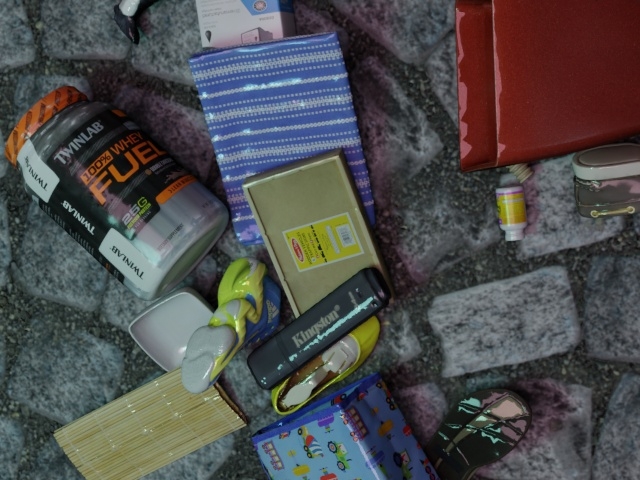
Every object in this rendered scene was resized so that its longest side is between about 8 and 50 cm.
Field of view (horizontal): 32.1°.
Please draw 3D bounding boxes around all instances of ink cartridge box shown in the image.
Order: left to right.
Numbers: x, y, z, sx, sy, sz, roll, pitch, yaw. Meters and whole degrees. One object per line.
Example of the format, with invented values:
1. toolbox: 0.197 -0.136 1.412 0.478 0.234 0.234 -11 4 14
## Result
1. ink cartridge box: -0.111 -0.302 1.778 0.140 0.082 0.190 -7 95 14

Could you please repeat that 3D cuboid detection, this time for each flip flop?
1. flip flop: 0.236 0.331 1.783 0.112 0.080 0.277 44 122 17

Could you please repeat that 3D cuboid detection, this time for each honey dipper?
1. honey dipper: 0.269 -0.157 1.731 0.030 0.030 0.160 -43 83 15

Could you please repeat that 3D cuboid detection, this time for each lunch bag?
1. lunch bag: 0.015 0.379 1.806 0.293 0.138 0.221 -30 89 37

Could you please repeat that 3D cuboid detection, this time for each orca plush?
1. orca plush: -0.220 -0.429 1.779 0.102 0.151 0.287 22 116 -29

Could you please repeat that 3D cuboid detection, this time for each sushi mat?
1. sushi mat: -0.297 0.325 1.923 0.317 0.019 0.151 -28 108 16

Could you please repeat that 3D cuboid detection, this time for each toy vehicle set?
1. toy vehicle set: 0.000 0.000 1.774 0.166 0.035 0.266 -15 111 15

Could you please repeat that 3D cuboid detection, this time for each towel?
1. towel: -0.057 -0.150 1.749 0.243 0.040 0.336 -6 117 14

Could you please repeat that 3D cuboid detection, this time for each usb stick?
1. usb stick: -0.006 0.143 1.783 0.278 0.045 0.077 -38 61 22

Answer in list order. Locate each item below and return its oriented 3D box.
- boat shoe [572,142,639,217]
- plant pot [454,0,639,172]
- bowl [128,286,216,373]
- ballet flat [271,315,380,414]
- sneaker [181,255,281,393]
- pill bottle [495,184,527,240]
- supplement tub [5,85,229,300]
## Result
1. boat shoe: 0.536 -0.091 1.632 0.325 0.116 0.096 -5 115 9
2. plant pot: 0.334 -0.237 1.585 0.236 0.267 0.267 -2 92 -3
3. bowl: -0.232 0.145 1.864 0.142 0.053 0.142 -32 116 16
4. ballet flat: 0.007 0.208 1.818 0.231 0.077 0.077 -42 93 15
5. sneaker: -0.129 0.152 1.802 0.091 0.126 0.240 13 72 46
6. pill bottle: 0.298 -0.043 1.729 0.043 0.043 0.083 -6 96 15
7. supplement tub: -0.331 -0.080 1.798 0.338 0.207 0.207 41 105 5
